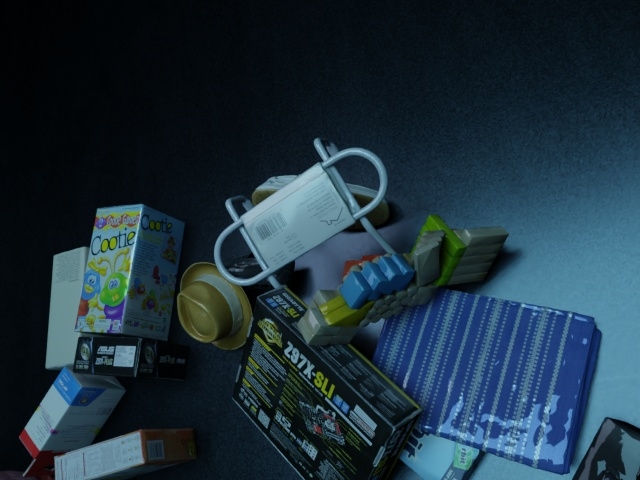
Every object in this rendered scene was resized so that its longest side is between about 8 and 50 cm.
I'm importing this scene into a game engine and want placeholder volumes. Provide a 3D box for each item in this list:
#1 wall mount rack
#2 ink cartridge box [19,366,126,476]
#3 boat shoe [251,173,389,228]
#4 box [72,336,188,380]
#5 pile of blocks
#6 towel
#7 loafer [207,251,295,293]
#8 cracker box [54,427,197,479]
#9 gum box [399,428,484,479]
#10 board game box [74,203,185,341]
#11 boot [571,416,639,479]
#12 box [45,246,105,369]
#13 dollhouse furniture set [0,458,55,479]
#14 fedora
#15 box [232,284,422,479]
[{"bbox_3d":[0.000,0.000,1.071,0.350,0.130,0.304,-32,88,18],"label":"wall mount rack"},{"bbox_3d":[-0.549,0.394,1.309,0.078,0.134,0.231,35,93,31],"label":"ink cartridge box"},{"bbox_3d":[0.006,-0.093,1.183,0.277,0.098,0.096,8,44,17],"label":"boat shoe"},{"bbox_3d":[-0.397,0.248,1.264,0.180,0.147,0.077,-4,73,28],"label":"box"},{"bbox_3d":[0.117,0.038,0.969,0.362,0.149,0.112,-23,49,-13],"label":"pile of blocks"},{"bbox_3d":[0.249,0.204,0.963,0.336,0.040,0.243,10,69,29],"label":"towel"},{"bbox_3d":[-0.147,0.064,1.234,0.223,0.076,0.078,2,57,33],"label":"loafer"},{"bbox_3d":[-0.386,0.434,1.198,0.232,0.156,0.067,-22,66,22],"label":"cracker box"},{"bbox_3d":[0.185,0.301,0.996,0.184,0.041,0.157,33,91,33],"label":"gum box"},{"bbox_3d":[-0.417,0.075,1.330,0.142,0.144,0.275,-2,73,28],"label":"board game box"},{"bbox_3d":[0.439,0.504,0.756,0.367,0.146,0.445,29,82,23],"label":"boot"},{"bbox_3d":[-0.561,0.162,1.410,0.113,0.094,0.275,-12,70,25],"label":"box"},{"bbox_3d":[-0.800,0.530,1.375,0.374,0.201,0.152,19,85,38],"label":"dollhouse furniture set"},{"bbox_3d":[-0.228,0.142,1.206,0.194,0.079,0.194,11,111,29],"label":"fedora"},{"bbox_3d":[-0.009,0.273,1.015,0.322,0.079,0.257,38,126,31],"label":"box"}]
